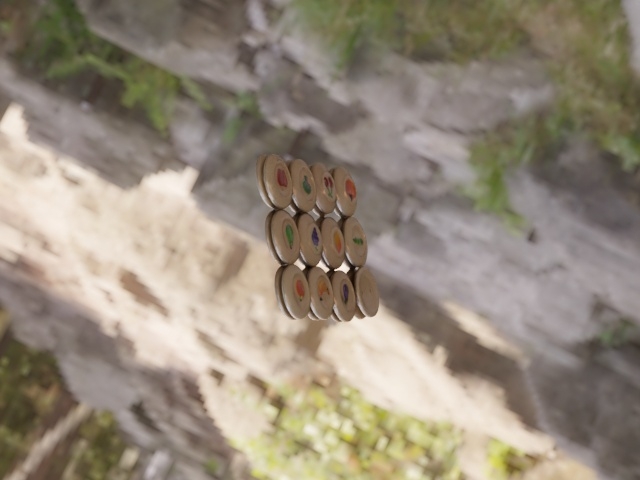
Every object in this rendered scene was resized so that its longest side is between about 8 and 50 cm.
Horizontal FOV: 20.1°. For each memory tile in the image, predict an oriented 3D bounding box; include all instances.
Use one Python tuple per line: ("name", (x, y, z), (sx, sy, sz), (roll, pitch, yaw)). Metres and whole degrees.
("memory tile", (0.000, 0.000, 1.222), (0.012, 0.113, 0.148), (-12, 173, 24))
